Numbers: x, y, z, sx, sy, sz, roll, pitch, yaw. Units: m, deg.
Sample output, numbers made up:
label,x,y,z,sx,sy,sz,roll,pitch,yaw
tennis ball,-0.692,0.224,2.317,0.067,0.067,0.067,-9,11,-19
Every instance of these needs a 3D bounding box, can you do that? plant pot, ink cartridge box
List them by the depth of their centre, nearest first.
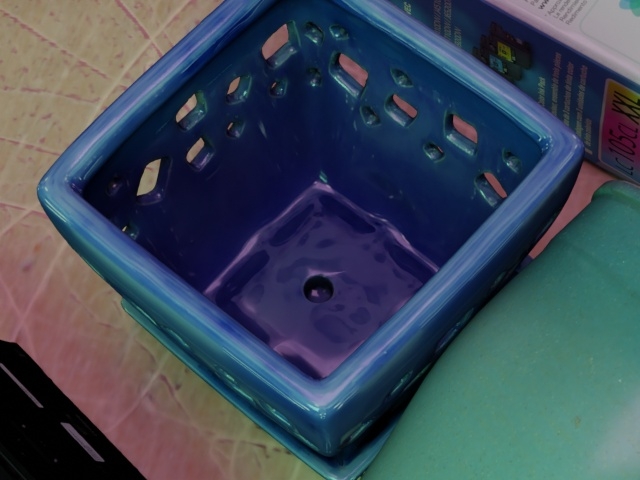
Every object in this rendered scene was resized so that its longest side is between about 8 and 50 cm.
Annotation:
label,x,y,z,sx,sy,sz,roll,pitch,yaw
plant pot,0.151,0.149,1.063,0.255,0.271,0.271,-38,67,-4
plant pot,0.000,0.000,1.162,0.236,0.212,0.236,38,73,20
ink cartridge box,0.154,-0.240,1.303,0.395,0.151,0.270,32,70,16

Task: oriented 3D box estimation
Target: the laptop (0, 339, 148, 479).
label,x,y,z,sx,sy,sz,roll,pitch,yaw
laptop,-0.214,0.168,1.103,0.234,0.264,0.136,43,97,21
